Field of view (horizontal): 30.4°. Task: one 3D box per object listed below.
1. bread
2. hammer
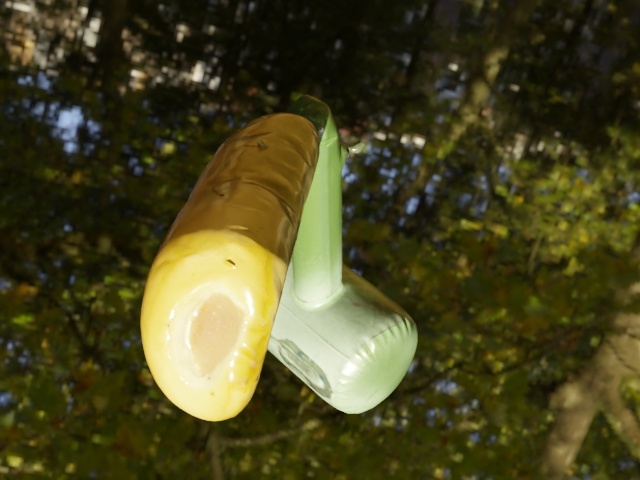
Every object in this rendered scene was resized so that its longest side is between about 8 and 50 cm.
[{"bbox_3d":[-0.061,0.003,0.843,0.091,0.142,0.305,10,-157,2],"label":"bread"},{"bbox_3d":[0.000,0.000,1.101,0.119,0.335,0.206,-32,-129,-29],"label":"hammer"}]
